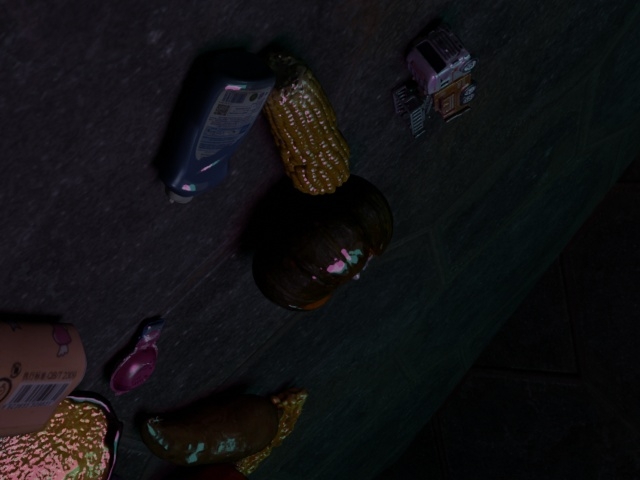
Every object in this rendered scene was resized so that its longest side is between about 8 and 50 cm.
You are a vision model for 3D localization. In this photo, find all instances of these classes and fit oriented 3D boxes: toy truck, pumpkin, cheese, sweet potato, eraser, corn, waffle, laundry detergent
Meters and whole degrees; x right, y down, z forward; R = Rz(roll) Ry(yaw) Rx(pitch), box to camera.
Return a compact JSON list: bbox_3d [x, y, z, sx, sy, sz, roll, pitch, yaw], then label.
[{"bbox_3d":[0.167,-0.238,1.510,0.115,0.080,0.177,-33,161,-4],"label":"toy truck"},{"bbox_3d":[-0.001,-0.003,1.522,0.238,0.159,0.238,-43,-177,3],"label":"pumpkin"},{"bbox_3d":[-0.272,0.176,1.519,0.095,0.038,0.145,-15,139,-58],"label":"cheese"},{"bbox_3d":[-0.208,0.358,1.906,0.130,0.130,0.423,-52,151,19],"label":"sweet potato"},{"bbox_3d":[-0.402,0.167,1.165,0.171,0.087,0.290,-51,161,9],"label":"eraser"},{"bbox_3d":[-0.019,-0.141,1.309,0.097,0.097,0.320,-43,159,-6],"label":"corn"},{"bbox_3d":[-0.142,0.441,2.291,0.309,0.065,0.283,-52,162,11],"label":"waffle"},{"bbox_3d":[-0.129,-0.119,1.168,0.097,0.061,0.206,-23,151,-50],"label":"laundry detergent"}]

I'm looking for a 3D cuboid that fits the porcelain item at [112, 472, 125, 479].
[{"bbox_3d":[-0.386,0.437,1.679,0.141,0.141,0.259,-41,153,-12],"label":"porcelain item"}]

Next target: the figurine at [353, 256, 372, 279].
[{"bbox_3d":[0.069,0.018,1.820,0.094,0.082,0.086,-24,130,-59],"label":"figurine"}]

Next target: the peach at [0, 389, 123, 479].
[{"bbox_3d":[-0.398,0.320,1.395,0.279,0.189,0.068,-34,-159,-31],"label":"peach"}]

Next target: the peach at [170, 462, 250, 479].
[{"bbox_3d":[-0.245,0.641,2.143,0.373,0.290,0.372,-41,157,-21],"label":"peach"}]
